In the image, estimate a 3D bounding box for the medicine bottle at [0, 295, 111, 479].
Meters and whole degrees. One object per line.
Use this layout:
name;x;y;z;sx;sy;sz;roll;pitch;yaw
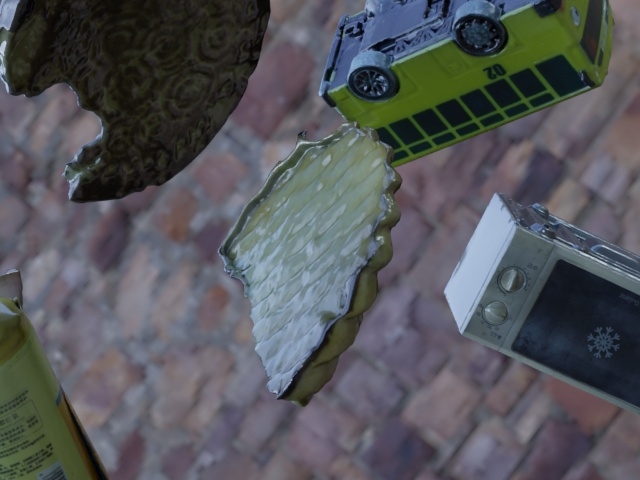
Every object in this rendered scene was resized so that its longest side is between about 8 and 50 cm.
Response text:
medicine bottle;-0.285;0.159;1.672;0.124;0.124;0.239;-42;-55;-38

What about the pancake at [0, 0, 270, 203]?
pancake;-0.151;-0.155;1.489;0.288;0.033;0.286;0;-56;-49

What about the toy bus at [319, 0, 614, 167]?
toy bus;0.144;-0.180;1.729;0.262;0.150;0.128;-20;38;33

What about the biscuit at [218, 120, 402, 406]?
biscuit;0.000;0.000;1.401;0.187;0.036;0.273;-54;24;18

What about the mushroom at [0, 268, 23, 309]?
mushroom;-0.446;0.047;1.913;0.173;0.162;0.236;-9;-6;43

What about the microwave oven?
microwave oven;0.275;0.065;1.977;0.194;0.240;0.145;-94;30;-73
